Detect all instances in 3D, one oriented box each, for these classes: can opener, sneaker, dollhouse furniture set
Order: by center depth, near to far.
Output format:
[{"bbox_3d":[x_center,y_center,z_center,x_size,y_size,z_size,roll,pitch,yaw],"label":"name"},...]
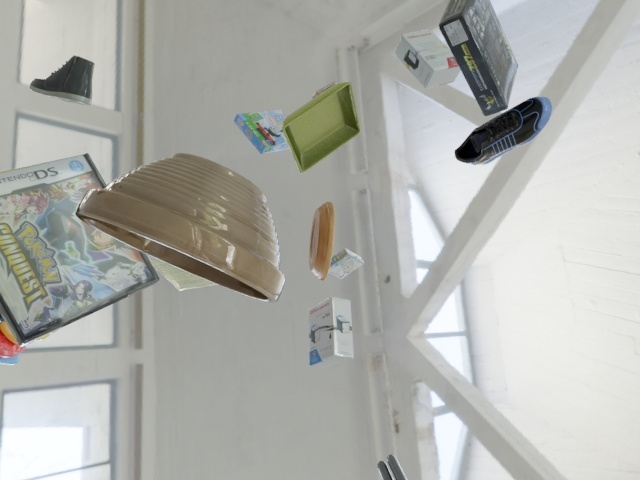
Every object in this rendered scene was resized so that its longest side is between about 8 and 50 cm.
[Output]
[{"bbox_3d":[0.404,-0.240,1.142,0.232,0.090,0.082,-43,-121,50],"label":"sneaker"},{"bbox_3d":[-0.689,-0.438,1.370,0.221,0.083,0.118,16,-87,24],"label":"sneaker"},{"bbox_3d":[0.224,0.712,1.456,0.074,0.280,0.093,-30,-78,-1],"label":"can opener"},{"bbox_3d":[0.047,-0.470,1.892,0.182,0.101,0.161,59,-18,-4],"label":"dollhouse furniture set"}]

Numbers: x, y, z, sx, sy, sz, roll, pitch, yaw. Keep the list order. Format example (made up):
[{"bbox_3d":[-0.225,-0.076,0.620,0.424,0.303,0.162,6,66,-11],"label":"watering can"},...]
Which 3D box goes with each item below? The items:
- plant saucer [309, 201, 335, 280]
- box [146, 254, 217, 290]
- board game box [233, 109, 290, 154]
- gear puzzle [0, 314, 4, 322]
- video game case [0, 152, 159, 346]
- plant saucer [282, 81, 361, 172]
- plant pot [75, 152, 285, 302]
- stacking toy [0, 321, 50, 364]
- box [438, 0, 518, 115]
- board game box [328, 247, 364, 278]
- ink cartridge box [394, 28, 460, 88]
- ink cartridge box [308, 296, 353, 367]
[{"bbox_3d":[0.000,0.000,1.279,0.200,0.037,0.200,-173,-90,-82],"label":"plant saucer"},{"bbox_3d":[-0.337,-0.034,1.238,0.117,0.243,0.214,-9,-131,21],"label":"box"},{"bbox_3d":[-0.165,-0.372,1.719,0.160,0.211,0.039,50,-50,16],"label":"board game box"},{"bbox_3d":[-0.589,0.031,0.997,0.176,0.044,0.339,-58,-147,18],"label":"gear puzzle"},{"bbox_3d":[-0.444,-0.001,0.856,0.035,0.248,0.275,-32,-92,42],"label":"video game case"},{"bbox_3d":[-0.002,-0.273,1.200,0.188,0.188,0.045,-35,-118,-5],"label":"plant saucer"},{"bbox_3d":[-0.137,-0.023,0.576,0.237,0.237,0.110,9,-109,45],"label":"plant pot"},{"bbox_3d":[-0.621,0.154,1.147,0.301,0.166,0.175,-17,-113,1],"label":"stacking toy"},{"bbox_3d":[0.344,-0.414,1.083,0.059,0.233,0.183,-10,-139,40],"label":"box"},{"bbox_3d":[0.074,0.080,1.693,0.103,0.154,0.026,-36,-115,12],"label":"board game box"},{"bbox_3d":[0.335,-0.567,1.579,0.175,0.127,0.072,57,-28,24],"label":"ink cartridge box"},{"bbox_3d":[0.030,0.291,1.599,0.139,0.082,0.191,-36,-131,46],"label":"ink cartridge box"}]
